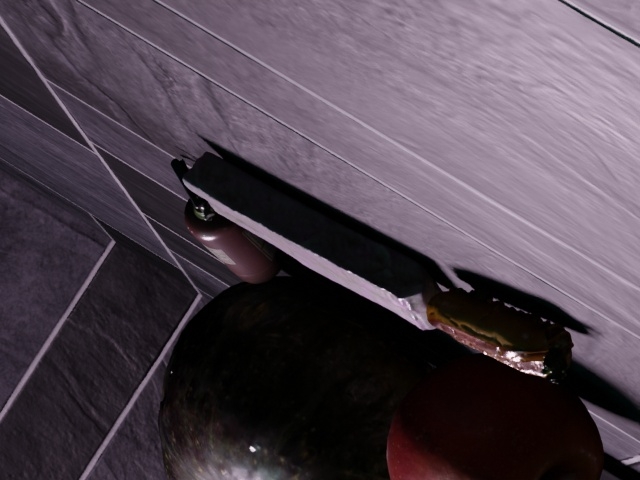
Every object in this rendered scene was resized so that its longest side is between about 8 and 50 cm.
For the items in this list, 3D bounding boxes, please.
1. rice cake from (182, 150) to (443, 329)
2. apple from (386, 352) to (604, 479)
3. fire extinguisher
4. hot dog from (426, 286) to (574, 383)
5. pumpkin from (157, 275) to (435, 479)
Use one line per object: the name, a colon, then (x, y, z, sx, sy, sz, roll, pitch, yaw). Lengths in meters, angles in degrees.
rice cake: (-0.001, 0.000, 1.781, 0.298, 0.050, 0.106, 28, 171, 27)
apple: (0.186, 0.230, 1.869, 0.201, 0.218, 0.218, 29, 173, 46)
fire extinguisher: (-0.117, -0.027, 2.049, 0.099, 0.071, 0.231, 60, -174, 28)
hot dog: (0.165, 0.080, 1.598, 0.072, 0.055, 0.188, 34, 173, -36)
pumpkin: (-0.006, 0.248, 2.295, 0.454, 0.344, 0.454, 33, 155, 17)
